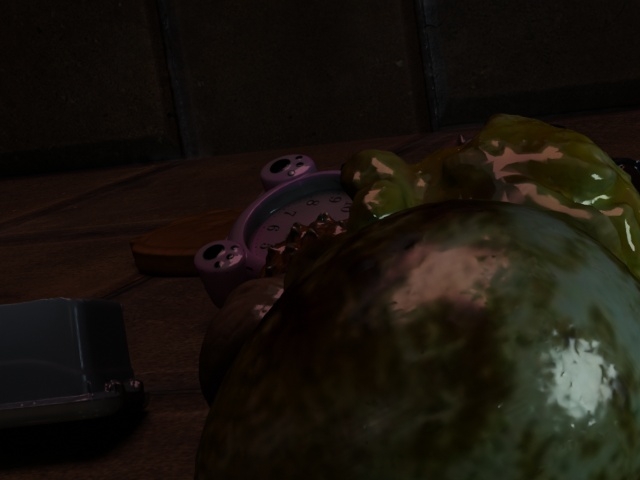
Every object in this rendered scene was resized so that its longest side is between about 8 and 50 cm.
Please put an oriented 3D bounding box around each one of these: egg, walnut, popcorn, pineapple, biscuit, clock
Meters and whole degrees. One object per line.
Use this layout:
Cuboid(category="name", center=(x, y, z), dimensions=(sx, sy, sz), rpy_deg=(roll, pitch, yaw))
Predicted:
Cuboid(category="egg", center=(0.064, 0.106, 0.816), dimensions=(0.289, 0.238, 0.238), rpy_deg=(-29, 11, -2))
Cuboid(category="walnut", center=(-0.035, 0.099, 1.200), dimensions=(0.140, 0.162, 0.140), rpy_deg=(5, 42, -5))
Cuboid(category="popcorn", center=(0.120, 0.026, 1.062), dimensions=(0.277, 0.276, 0.225), rpy_deg=(-7, -33, 12))
Cuboid(category="pineapple", center=(0.030, 0.051, 1.383), dimensions=(0.166, 0.166, 0.193), rpy_deg=(-14, 13, -25))
Cuboid(category="biscuit", center=(-0.129, -0.011, 2.168), dimensions=(0.312, 0.057, 0.351), rpy_deg=(-3, 12, 27))
Cuboid(category="clock", center=(0.000, 0.000, 1.684), dimensions=(0.248, 0.090, 0.227), rpy_deg=(6, 45, 34))

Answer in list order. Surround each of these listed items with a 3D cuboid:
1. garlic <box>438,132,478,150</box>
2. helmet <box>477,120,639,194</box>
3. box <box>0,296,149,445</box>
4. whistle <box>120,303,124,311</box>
Cuboid(category="garlic", center=(0.179, 0.015, 1.364), dimensions=(0.160, 0.245, 0.245), rpy_deg=(-44, -1, 19))
Cuboid(category="helmet", center=(0.248, -0.043, 1.590), dimensions=(0.193, 0.216, 0.189), rpy_deg=(-48, 27, 1))
Cuboid(category="box", center=(-0.283, 0.124, 1.313), dimensions=(0.227, 0.130, 0.162), rpy_deg=(-8, -5, 10))
Cuboid(category="whistle", center=(-0.287, 0.093, 1.794), dimensions=(0.083, 0.029, 0.033), rpy_deg=(-11, 46, 16))
